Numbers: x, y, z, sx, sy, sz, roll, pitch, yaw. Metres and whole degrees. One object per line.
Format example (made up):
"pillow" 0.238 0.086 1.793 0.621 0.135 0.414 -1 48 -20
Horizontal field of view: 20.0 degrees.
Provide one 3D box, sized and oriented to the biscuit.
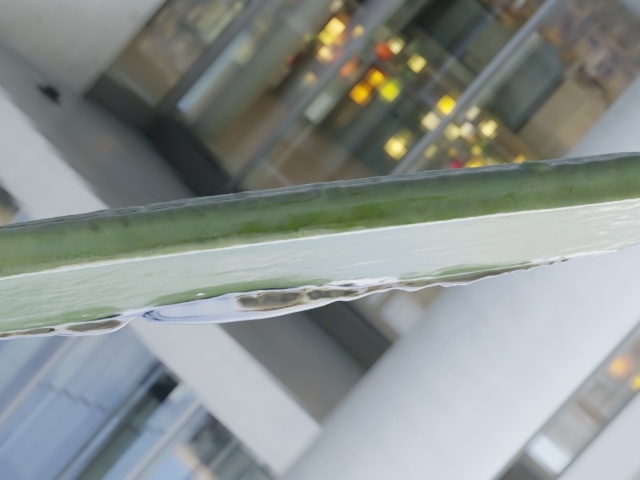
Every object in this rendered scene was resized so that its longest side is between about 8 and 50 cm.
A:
"biscuit" 0.000 0.000 0.747 0.099 0.322 0.038 123 138 -68
